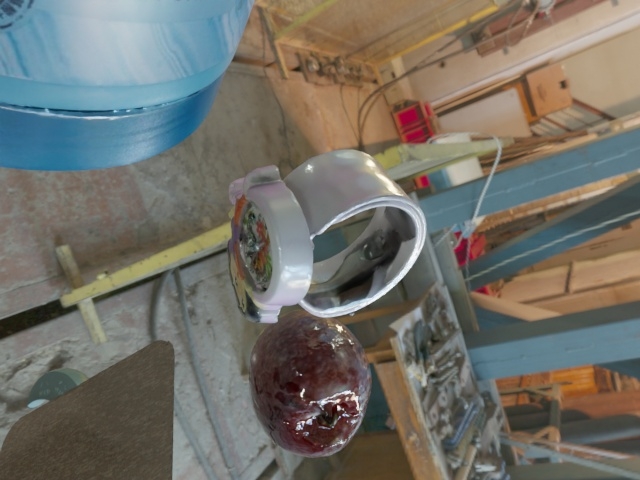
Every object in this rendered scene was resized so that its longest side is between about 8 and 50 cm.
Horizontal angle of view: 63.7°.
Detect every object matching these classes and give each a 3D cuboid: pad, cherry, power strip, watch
[{"bbox_3d":[-0.230,0.212,0.475,0.002,0.266,0.176,39,29,-44],"label":"pad"},{"bbox_3d":[-0.023,0.232,0.887,0.300,0.203,0.230,-118,-159,-61],"label":"cherry"},{"bbox_3d":[-0.538,0.355,1.109,0.044,0.216,0.137,14,100,-65],"label":"power strip"},{"bbox_3d":[0.000,0.000,0.684,0.231,0.244,0.196,-12,46,-28],"label":"watch"}]

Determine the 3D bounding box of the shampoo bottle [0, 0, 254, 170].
[{"bbox_3d":[-0.172,-0.278,0.311,0.331,0.342,0.331,18,45,-19],"label":"shampoo bottle"}]
